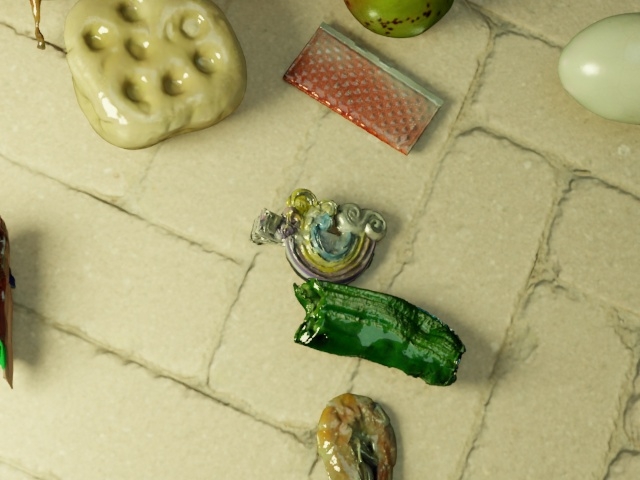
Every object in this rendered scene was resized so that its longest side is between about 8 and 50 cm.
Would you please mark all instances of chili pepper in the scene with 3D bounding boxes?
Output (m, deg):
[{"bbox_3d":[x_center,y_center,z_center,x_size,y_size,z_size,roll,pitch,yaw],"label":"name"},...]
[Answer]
[{"bbox_3d":[0.066,0.109,1.539,0.224,0.061,0.098,19,71,-3],"label":"chili pepper"}]

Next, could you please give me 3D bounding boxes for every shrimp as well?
[{"bbox_3d":[0.051,0.268,1.484,0.101,0.042,0.190,-3,68,-21],"label":"shrimp"}]

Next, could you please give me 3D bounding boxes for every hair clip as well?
[{"bbox_3d":[0.000,0.000,1.582,0.172,0.049,0.116,15,80,-15],"label":"hair clip"}]

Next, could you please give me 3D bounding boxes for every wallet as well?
[{"bbox_3d":[0.058,-0.200,1.683,0.196,0.020,0.103,33,65,2],"label":"wallet"}]

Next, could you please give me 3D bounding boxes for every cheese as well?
[{"bbox_3d":[-0.211,-0.210,1.577,0.235,0.117,0.218,28,67,-1],"label":"cheese"}]

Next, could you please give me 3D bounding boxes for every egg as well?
[{"bbox_3d":[0.420,-0.229,1.700,0.209,0.151,0.151,-1,69,-7],"label":"egg"}]

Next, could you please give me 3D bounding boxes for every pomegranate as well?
[{"bbox_3d":[0.113,-0.347,1.662,0.159,0.205,0.159,3,85,-36],"label":"pomegranate"}]

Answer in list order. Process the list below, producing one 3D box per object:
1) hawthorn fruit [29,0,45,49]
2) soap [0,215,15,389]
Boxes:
[{"bbox_3d":[-0.351,-0.372,1.568,0.242,0.242,0.271,1,106,-12],"label":"hawthorn fruit"},{"bbox_3d":[-0.482,0.060,1.422,0.273,0.098,0.217,-1,69,-12],"label":"soap"}]
